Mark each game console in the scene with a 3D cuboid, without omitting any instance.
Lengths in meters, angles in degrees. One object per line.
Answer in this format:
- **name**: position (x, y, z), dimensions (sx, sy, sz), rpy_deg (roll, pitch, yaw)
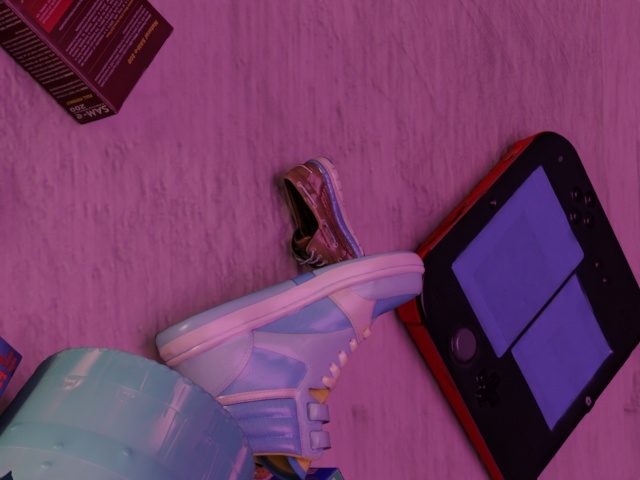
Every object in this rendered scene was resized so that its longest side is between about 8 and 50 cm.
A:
- **game console**: position (0.269, 0.082, 2.246), dimensions (0.386, 0.060, 0.342), rpy_deg (-44, 111, -38)

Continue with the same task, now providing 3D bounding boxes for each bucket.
- **bucket**: position (-0.202, 0.245, 1.645), dimensions (0.281, 0.281, 0.183), rpy_deg (50, 45, -24)

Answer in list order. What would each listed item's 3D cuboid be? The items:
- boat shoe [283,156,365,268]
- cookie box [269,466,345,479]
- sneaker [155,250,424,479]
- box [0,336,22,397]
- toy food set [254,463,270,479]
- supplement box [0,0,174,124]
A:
- **boat shoe**: position (0.000, 0.000, 2.019), dimensions (0.066, 0.066, 0.183), rpy_deg (-20, 93, -31)
- **cookie box**: position (-0.034, 0.290, 1.907), dimensions (0.107, 0.092, 0.040), rpy_deg (-41, 112, -39)
- **sneaker**: position (-0.003, 0.141, 1.901), dimensions (0.319, 0.127, 0.208), rpy_deg (-19, 85, -23)
- **box**: position (-0.369, 0.141, 1.519), dimensions (0.159, 0.044, 0.233), rpy_deg (47, 43, -26)
- **toy food set**: position (-0.076, 0.213, 1.931), dimensions (0.082, 0.020, 0.083), rpy_deg (41, 58, -29)
- **supplement box**: position (-0.275, -0.247, 1.801), dimensions (0.239, 0.073, 0.130), rpy_deg (46, 55, -25)
